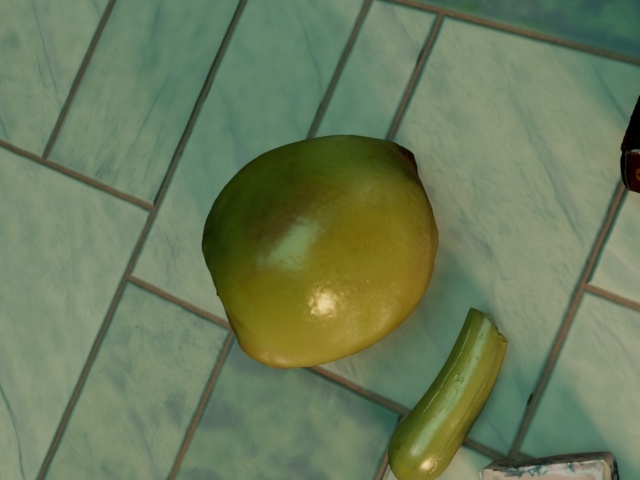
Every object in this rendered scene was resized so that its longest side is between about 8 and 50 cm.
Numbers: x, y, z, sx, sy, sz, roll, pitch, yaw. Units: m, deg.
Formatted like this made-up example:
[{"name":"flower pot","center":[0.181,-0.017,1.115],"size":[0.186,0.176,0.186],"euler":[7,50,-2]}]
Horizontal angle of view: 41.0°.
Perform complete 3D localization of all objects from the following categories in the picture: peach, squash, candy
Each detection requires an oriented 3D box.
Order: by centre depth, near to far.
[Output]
[{"name":"candy","center":[0.283,0.304,1.054],"size":[0.160,0.092,0.073],"euler":[-11,77,22]},{"name":"squash","center":[0.170,0.210,1.128],"size":[0.083,0.083,0.250],"euler":[30,90,25]},{"name":"peach","center":[-0.004,0.007,1.133],"size":[0.315,0.281,0.314],"euler":[-19,66,9]}]

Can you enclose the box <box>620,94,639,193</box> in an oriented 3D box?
[{"name":"box","center":[0.585,-0.144,0.976],"size":[0.415,0.116,0.264],"euler":[17,74,25]}]
